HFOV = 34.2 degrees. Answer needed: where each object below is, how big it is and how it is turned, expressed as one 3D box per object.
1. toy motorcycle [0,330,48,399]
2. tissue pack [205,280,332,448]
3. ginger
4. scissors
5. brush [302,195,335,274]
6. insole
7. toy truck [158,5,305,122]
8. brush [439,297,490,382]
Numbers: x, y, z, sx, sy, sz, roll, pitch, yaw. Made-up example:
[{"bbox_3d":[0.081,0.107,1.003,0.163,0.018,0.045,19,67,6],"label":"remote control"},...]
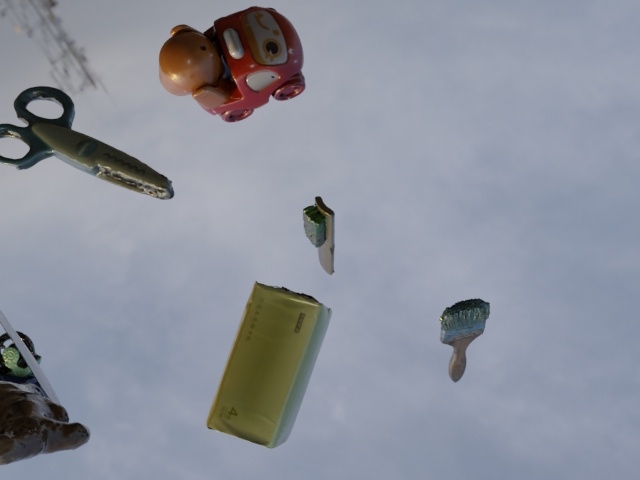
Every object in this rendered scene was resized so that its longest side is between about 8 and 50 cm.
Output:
[{"bbox_3d":[-0.737,0.358,2.326,0.331,0.196,0.125,-41,-179,10],"label":"toy motorcycle"},{"bbox_3d":[-0.075,0.190,1.592,0.159,0.125,0.234,60,49,-81],"label":"tissue pack"},{"bbox_3d":[-0.408,0.244,1.428,0.166,0.080,0.333,5,180,-24],"label":"ginger"},{"bbox_3d":[-0.314,-0.118,1.385,0.289,0.041,0.138,25,-119,18],"label":"scissors"},{"bbox_3d":[0.000,0.000,1.993,0.048,0.282,0.054,-30,-111,-10],"label":"brush"},{"bbox_3d":[-0.425,0.160,1.492,0.003,0.232,0.080,-28,-148,-8],"label":"insole"},{"bbox_3d":[-0.176,-0.354,2.023,0.265,0.189,0.239,-25,166,15],"label":"toy truck"},{"bbox_3d":[0.191,0.144,1.424,0.070,0.196,0.021,-14,-128,-9],"label":"brush"}]
